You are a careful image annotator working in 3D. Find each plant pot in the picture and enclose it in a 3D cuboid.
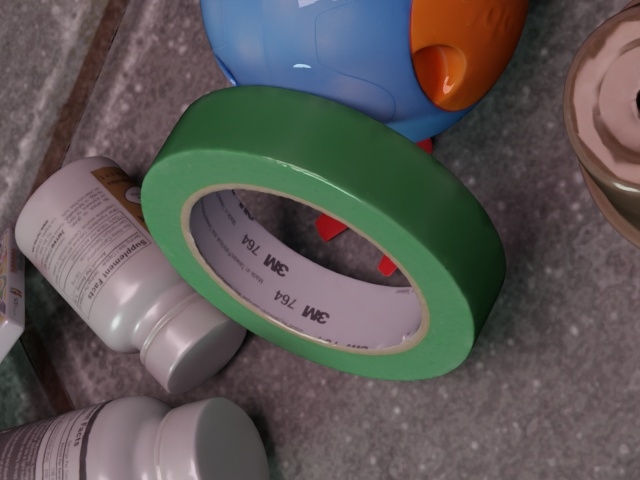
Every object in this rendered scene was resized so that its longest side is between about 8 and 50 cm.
[{"bbox_3d":[0.306,-0.106,1.489,0.263,0.229,0.263,-1,87,27],"label":"plant pot"}]

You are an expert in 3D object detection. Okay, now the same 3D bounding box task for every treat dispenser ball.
[{"bbox_3d":[0.037,-0.222,1.602,0.288,0.288,0.288,-1,88,28],"label":"treat dispenser ball"}]

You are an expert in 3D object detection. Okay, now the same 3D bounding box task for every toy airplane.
[{"bbox_3d":[0.057,-0.030,1.733,0.151,0.028,0.151,0,90,30],"label":"toy airplane"}]

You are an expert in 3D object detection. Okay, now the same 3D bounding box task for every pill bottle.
[{"bbox_3d":[-0.216,0.249,1.790,0.318,0.176,0.176,-17,81,27],"label":"pill bottle"},{"bbox_3d":[-0.182,0.036,1.802,0.229,0.131,0.131,45,109,22],"label":"pill bottle"}]

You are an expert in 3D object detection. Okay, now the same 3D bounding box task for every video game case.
[{"bbox_3d":[-0.370,0.119,1.885,0.227,0.026,0.206,-53,22,17],"label":"video game case"}]

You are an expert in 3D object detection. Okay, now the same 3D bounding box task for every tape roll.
[{"bbox_3d":[0.000,0.000,1.611,0.321,0.321,0.077,11,57,28],"label":"tape roll"}]
